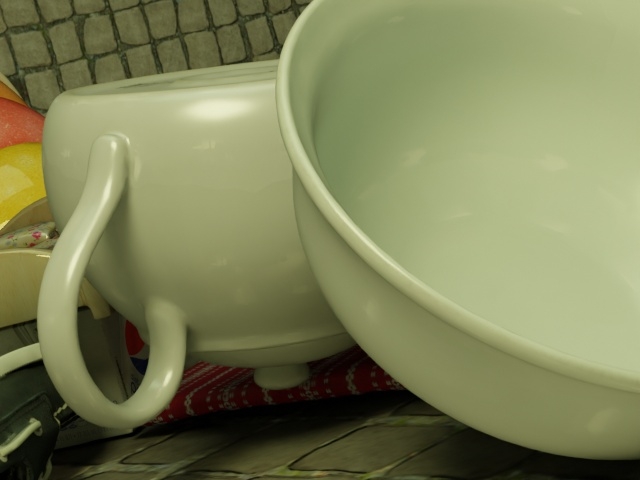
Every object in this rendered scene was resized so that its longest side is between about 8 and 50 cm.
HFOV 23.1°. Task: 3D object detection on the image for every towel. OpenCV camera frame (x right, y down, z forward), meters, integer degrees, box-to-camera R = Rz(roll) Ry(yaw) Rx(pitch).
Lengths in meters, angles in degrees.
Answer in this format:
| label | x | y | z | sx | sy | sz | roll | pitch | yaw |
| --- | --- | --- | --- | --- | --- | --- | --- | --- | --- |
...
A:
| label | x | y | z | sx | sy | sz | roll | pitch | yaw |
| --- | --- | --- | --- | --- | --- | --- | --- | --- | --- |
| towel | 0.032 | 0.073 | 1.020 | 0.274 | 0.031 | 0.199 | -12 | 7 | 31 |

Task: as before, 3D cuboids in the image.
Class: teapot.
| label | x | y | z | sx | sy | sz | roll | pitch | yaw |
| --- | --- | --- | --- | --- | --- | --- | --- | --- | --- |
| teapot | -0.038 | -0.005 | 0.895 | 0.256 | 0.187 | 0.252 | -7 | 9 | -10 |

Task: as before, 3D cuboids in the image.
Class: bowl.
| label | x | y | z | sx | sy | sz | roll | pitch | yaw |
| --- | --- | --- | --- | --- | --- | --- | --- | --- | --- |
| bowl | 0.110 | -0.001 | 0.734 | 0.298 | 0.298 | 0.134 | -20 | -36 | -35 |

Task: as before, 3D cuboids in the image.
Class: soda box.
| label | x | y | z | sx | sy | sz | roll | pitch | yaw |
| --- | --- | --- | --- | --- | --- | --- | --- | --- | --- |
| soda box | -0.254 | 0.109 | 1.105 | 0.286 | 0.091 | 0.098 | -13 | 7 | 16 |

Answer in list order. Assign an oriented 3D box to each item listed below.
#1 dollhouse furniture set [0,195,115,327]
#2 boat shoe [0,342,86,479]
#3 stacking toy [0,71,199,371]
| label | x | y | z | sx | sy | sz | roll | pitch | yaw |
| --- | --- | --- | --- | --- | --- | --- | --- | --- | --- |
| dollhouse furniture set | -0.238 | -0.018 | 0.989 | 0.355 | 0.174 | 0.303 | -15 | 9 | 9 |
| boat shoe | -0.207 | 0.125 | 0.877 | 0.114 | 0.091 | 0.302 | -35 | -9 | 21 |
| stacking toy | -0.257 | 0.010 | 1.310 | 0.480 | 0.351 | 0.350 | 13 | 24 | 43 |
